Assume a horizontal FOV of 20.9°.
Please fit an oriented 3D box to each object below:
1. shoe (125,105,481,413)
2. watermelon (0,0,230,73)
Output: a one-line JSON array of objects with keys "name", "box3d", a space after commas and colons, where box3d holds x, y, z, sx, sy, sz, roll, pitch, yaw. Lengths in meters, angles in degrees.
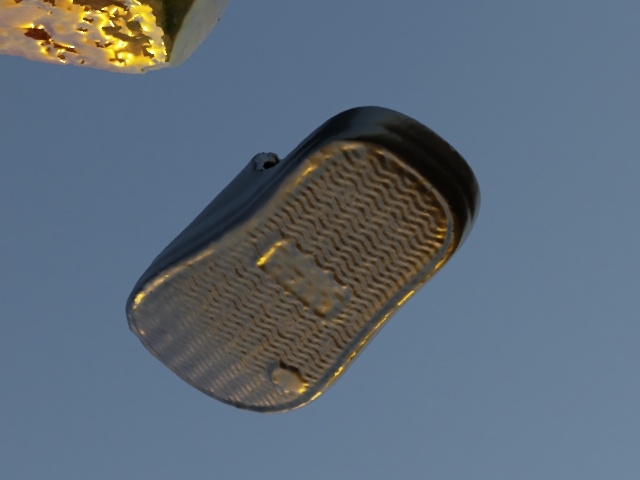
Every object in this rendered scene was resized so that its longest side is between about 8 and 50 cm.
[{"name": "shoe", "box3d": [0.000, 0.000, 0.865, 0.108, 0.241, 0.093, 40, -133, -9]}, {"name": "watermelon", "box3d": [-0.150, -0.225, 0.928, 0.262, 0.201, 0.213, 66, -159, -54]}]
